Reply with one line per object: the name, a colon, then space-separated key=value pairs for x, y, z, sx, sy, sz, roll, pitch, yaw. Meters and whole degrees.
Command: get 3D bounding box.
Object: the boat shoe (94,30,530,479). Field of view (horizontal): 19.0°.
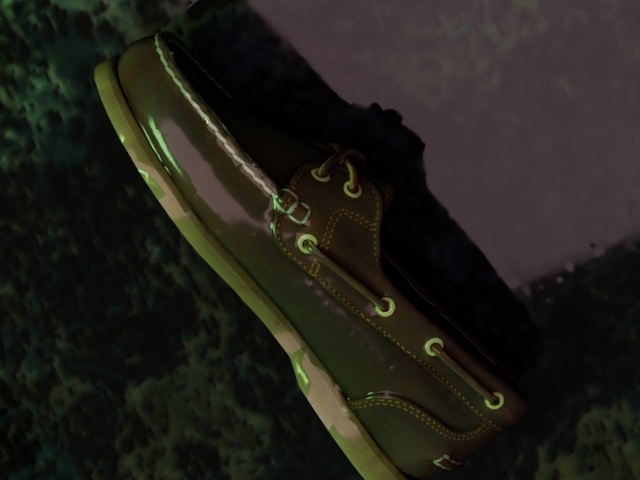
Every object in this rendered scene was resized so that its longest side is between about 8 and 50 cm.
boat shoe: x=0.000 y=0.000 z=0.726 sx=0.073 sy=0.073 sz=0.207 roll=-33 pitch=104 yaw=17
